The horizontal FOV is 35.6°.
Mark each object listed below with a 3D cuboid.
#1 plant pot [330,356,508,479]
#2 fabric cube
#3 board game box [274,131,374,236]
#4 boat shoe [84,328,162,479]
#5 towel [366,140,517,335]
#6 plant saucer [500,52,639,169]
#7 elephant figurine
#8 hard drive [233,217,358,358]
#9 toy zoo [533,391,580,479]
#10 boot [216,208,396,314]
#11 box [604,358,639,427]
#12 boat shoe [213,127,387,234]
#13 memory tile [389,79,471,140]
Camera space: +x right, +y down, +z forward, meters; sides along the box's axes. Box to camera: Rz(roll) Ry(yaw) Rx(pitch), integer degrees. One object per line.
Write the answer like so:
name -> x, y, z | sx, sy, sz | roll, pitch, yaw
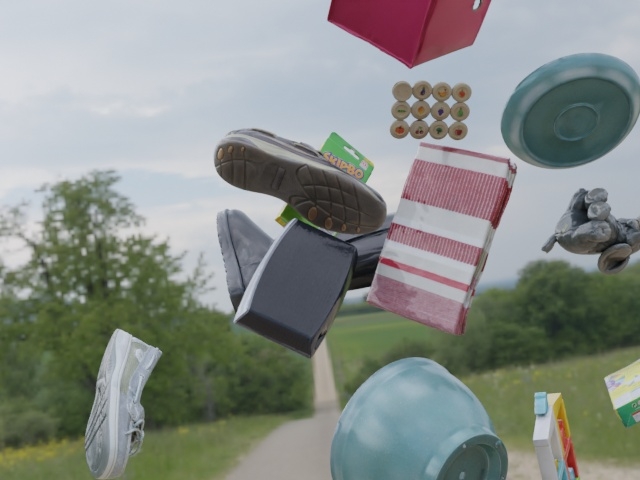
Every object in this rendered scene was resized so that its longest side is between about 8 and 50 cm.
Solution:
plant pot -> 0.190, 0.368, 1.691 | 0.293, 0.292, 0.196 | -3, 16, -35
fabric cube -> 0.213, -0.569, 2.213 | 0.259, 0.254, 0.258 | 36, 39, 24
board game box -> 0.014, -0.102, 2.076 | 0.124, 0.259, 0.039 | 39, -32, -13
boat shoe -> -0.328, 0.276, 1.691 | 0.103, 0.118, 0.320 | 20, 27, -17
towel -> 0.218, -0.009, 1.829 | 0.037, 0.328, 0.237 | 19, 0, -43
plant saucer -> 0.556, -0.269, 2.190 | 0.318, 0.043, 0.317 | -4, -45, -4
elephant figurine -> 0.670, -0.007, 2.285 | 0.239, 0.169, 0.186 | 27, -13, -29
hard drive -> -0.037, 0.078, 1.834 | 0.172, 0.254, 0.054 | 26, -37, 2
toy zoo -> 0.446, 0.418, 1.872 | 0.030, 0.293, 0.192 | -9, 13, 23
boot -> 0.001, 0.002, 2.298 | 0.445, 0.367, 0.146 | -18, -49, 0
box -> 0.532, 0.241, 1.657 | 0.105, 0.043, 0.179 | -32, 6, 15
boat shoe -> -0.028, -0.133, 1.942 | 0.356, 0.130, 0.132 | 26, -54, -6
memory tile -> 0.202, -0.238, 1.831 | 0.148, 0.113, 0.012 | 1, 25, -5
